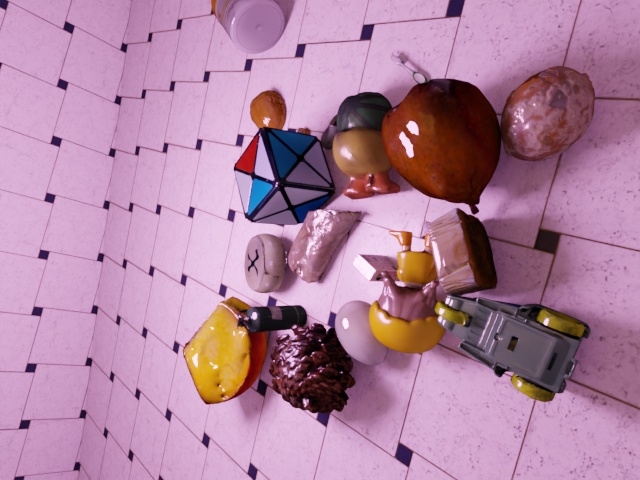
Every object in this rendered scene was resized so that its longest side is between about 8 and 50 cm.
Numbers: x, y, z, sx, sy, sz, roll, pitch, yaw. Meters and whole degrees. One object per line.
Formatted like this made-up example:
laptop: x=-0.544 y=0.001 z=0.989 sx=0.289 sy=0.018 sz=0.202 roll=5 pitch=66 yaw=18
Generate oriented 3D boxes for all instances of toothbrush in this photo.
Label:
toothbrush: x=0.309 y=-0.487 z=1.466 sx=0.030 sy=0.030 sz=0.304 roll=-54 pitch=53 yaw=25

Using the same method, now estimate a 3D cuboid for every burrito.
burrito: x=-0.008 y=-0.009 z=1.675 sx=0.175 sy=0.107 sz=0.347 roll=43 pitch=118 yaw=23

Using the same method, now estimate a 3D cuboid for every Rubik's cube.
Rubik's cube: x=-0.129 y=-0.217 z=1.687 sx=0.250 sy=0.247 sz=0.248 roll=-42 pitch=58 yaw=43

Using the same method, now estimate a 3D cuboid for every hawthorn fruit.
hawthorn fruit: x=0.312 y=-0.253 z=1.250 sx=0.308 sy=0.308 sz=0.324 roll=-15 pitch=65 yaw=42

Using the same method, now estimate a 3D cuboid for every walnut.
walnut: x=-0.226 y=-0.523 z=1.944 sx=0.167 sy=0.087 sz=0.211 roll=-47 pitch=56 yaw=25

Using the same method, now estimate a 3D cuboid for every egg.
egg: x=0.525 y=-0.292 z=1.129 sx=0.233 sy=0.195 sz=0.194 roll=-54 pitch=52 yaw=42
egg: x=0.130 y=0.282 z=1.474 sx=0.151 sy=0.151 sz=0.209 roll=-44 pitch=63 yaw=32

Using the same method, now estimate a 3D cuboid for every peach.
peach: x=-0.350 y=0.433 z=1.861 sx=0.306 sy=0.242 sz=0.380 roll=38 pitch=99 yaw=17

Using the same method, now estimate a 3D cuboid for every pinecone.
pinecone: x=-0.025 y=0.407 z=1.549 sx=0.298 sy=0.242 sz=0.295 roll=-38 pitch=52 yaw=36

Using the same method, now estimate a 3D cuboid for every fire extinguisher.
fire extinguisher: x=-0.185 y=0.273 z=1.676 sx=0.118 sy=0.295 sz=0.093 roll=46 pitch=118 yaw=37

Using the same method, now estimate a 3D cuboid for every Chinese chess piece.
Chinese chess piece: x=-0.212 y=0.084 z=1.824 sx=0.238 sy=0.092 sz=0.237 roll=-17 pitch=70 yaw=59

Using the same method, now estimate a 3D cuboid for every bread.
bread: x=0.373 y=0.032 z=1.238 sx=0.110 sy=0.192 sz=0.209 roll=-18 pitch=71 yaw=34

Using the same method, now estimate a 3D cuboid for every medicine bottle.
medicine bottle: x=-0.293 y=-0.919 z=1.943 sx=0.238 sy=0.238 sz=0.231 roll=-49 pitch=56 yaw=29

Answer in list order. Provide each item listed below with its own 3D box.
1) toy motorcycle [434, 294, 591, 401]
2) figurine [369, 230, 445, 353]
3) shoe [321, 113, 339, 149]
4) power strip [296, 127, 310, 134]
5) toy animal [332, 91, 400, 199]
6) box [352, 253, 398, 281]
toy motorcycle: x=0.448 y=0.218 z=1.160 sx=0.327 sy=0.200 sz=0.191 roll=25 pitch=103 yaw=31
figurine: x=0.253 y=0.143 z=1.362 sx=0.215 sy=0.187 sz=0.343 roll=2 pitch=80 yaw=32
shoe: x=0.055 y=-0.399 z=1.667 sx=0.195 sy=0.078 sz=0.079 roll=-38 pitch=61 yaw=31
power strip: x=-0.095 y=-0.349 z=1.840 sx=0.049 sy=0.028 sz=0.178 roll=44 pitch=115 yaw=37
toy animal: x=0.135 y=-0.304 z=1.501 sx=0.216 sy=0.191 sz=0.337 roll=-7 pitch=81 yaw=44
box: x=0.171 y=0.084 z=1.472 sx=0.089 sy=0.125 sz=0.043 roll=46 pitch=118 yaw=38
